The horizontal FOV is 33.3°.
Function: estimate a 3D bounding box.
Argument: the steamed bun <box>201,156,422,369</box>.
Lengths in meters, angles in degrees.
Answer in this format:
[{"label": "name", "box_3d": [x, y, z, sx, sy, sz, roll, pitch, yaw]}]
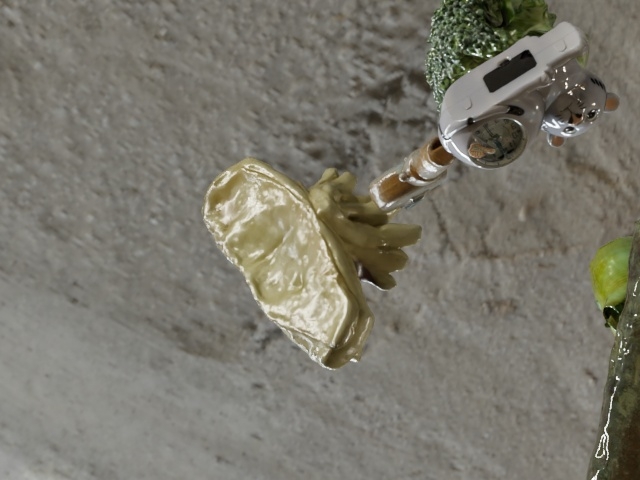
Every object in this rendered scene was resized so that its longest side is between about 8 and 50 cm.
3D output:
[{"label": "steamed bun", "box_3d": [0.000, 0.000, 1.691, 0.189, 0.428, 0.247, 14, 113, -46]}]

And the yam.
[{"label": "yam", "box_3d": [0.276, 0.118, 0.930, 0.061, 0.274, 0.061, 12, -178, -1]}]

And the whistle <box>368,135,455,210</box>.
[{"label": "whistle", "box_3d": [0.125, -0.084, 1.371, 0.057, 0.107, 0.220, 62, 164, 5]}]

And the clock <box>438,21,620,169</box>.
[{"label": "clock", "box_3d": [0.210, -0.129, 1.095, 0.176, 0.080, 0.117, -31, 127, 14]}]

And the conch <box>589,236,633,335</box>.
[{"label": "conch", "box_3d": [0.332, 0.050, 1.150, 0.079, 0.201, 0.095, -27, 110, 32]}]

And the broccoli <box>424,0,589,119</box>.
[{"label": "broccoli", "box_3d": [0.316, -0.331, 1.952, 0.317, 0.277, 0.338, -15, 136, 35]}]
